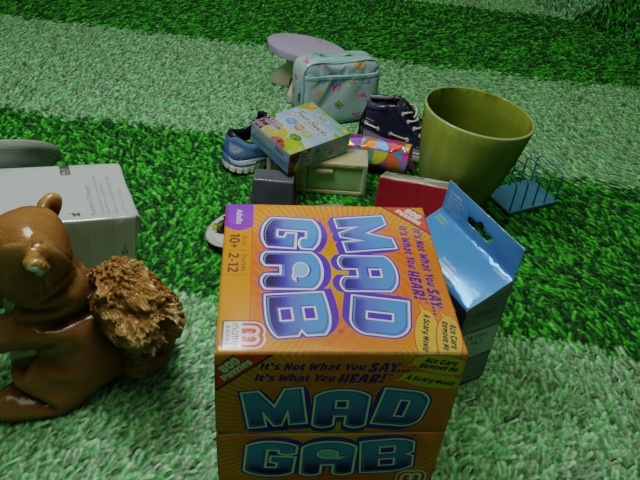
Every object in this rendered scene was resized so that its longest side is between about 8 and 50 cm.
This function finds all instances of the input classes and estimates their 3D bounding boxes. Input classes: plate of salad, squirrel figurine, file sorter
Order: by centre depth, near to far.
[{"bbox_3d":[-0.435,0.100,1.200,0.397,0.370,0.281,1,38,-5],"label":"squirrel figurine"},{"bbox_3d":[-0.186,-0.044,1.639,0.200,0.048,0.200,-9,32,6],"label":"plate of salad"},{"bbox_3d":[0.561,-0.158,1.849,0.170,0.104,0.118,-13,41,-21],"label":"file sorter"}]

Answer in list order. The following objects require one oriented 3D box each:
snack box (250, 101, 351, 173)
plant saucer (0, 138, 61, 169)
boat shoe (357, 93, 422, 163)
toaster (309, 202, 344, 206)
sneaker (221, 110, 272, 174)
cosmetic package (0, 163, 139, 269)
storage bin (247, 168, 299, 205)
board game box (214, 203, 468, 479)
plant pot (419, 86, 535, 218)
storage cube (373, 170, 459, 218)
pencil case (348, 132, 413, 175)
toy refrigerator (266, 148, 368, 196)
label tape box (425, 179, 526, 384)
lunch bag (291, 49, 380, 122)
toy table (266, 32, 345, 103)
[{"bbox_3d":[-0.053,-0.278,1.787,0.207,0.070,0.174,-25,53,-33],"label":"snack box"},{"bbox_3d":[-0.806,-0.135,1.565,0.401,0.100,0.400,-14,-1,0],"label":"plant saucer"},{"bbox_3d":[0.275,-0.331,1.990,0.341,0.158,0.127,13,39,10],"label":"boat shoe"},{"bbox_3d":[0.000,0.000,1.571,0.168,0.110,0.185,-9,33,-16],"label":"toaster"},{"bbox_3d":[-0.120,-0.292,1.908,0.330,0.147,0.130,-17,43,-26],"label":"sneaker"},{"bbox_3d":[-0.607,-0.041,1.436,0.385,0.156,0.217,-6,41,-27],"label":"cosmetic package"},{"bbox_3d":[-0.121,-0.138,1.759,0.135,0.091,0.098,6,38,0],"label":"storage bin"},{"bbox_3d":[0.008,0.183,1.158,0.357,0.356,0.356,1,38,-5],"label":"board game box"},{"bbox_3d":[0.363,-0.198,1.715,0.275,0.293,0.274,8,36,-6],"label":"plant pot"},{"bbox_3d":[0.213,-0.047,1.551,0.184,0.193,0.215,11,12,8],"label":"storage cube"},{"bbox_3d":[0.151,-0.249,1.928,0.236,0.104,0.104,14,39,8],"label":"pencil case"},{"bbox_3d":[-0.009,-0.191,1.829,0.270,0.102,0.094,5,39,-1],"label":"toy refrigerator"},{"bbox_3d":[0.247,0.088,1.319,0.106,0.333,0.240,-14,42,-22],"label":"label tape box"},{"bbox_3d":[0.045,-0.485,2.107,0.279,0.224,0.108,-10,40,-19],"label":"lunch bag"},{"bbox_3d":[-0.052,-0.586,2.275,0.274,0.160,0.252,26,43,23],"label":"toy table"}]
